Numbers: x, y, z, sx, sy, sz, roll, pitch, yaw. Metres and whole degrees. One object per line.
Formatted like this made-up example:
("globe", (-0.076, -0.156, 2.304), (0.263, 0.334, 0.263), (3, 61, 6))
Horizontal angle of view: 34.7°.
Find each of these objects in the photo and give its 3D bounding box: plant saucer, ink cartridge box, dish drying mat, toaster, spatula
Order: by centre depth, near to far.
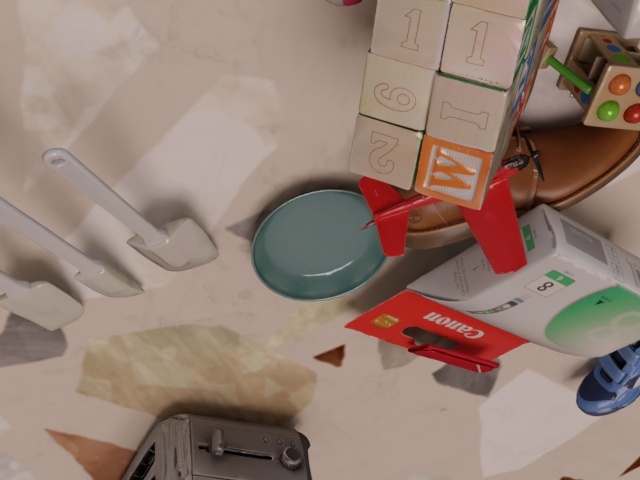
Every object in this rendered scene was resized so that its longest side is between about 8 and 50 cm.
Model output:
("spatula", (-0.188, 0.002, 0.752), (0.168, 0.019, 0.242), (-19, 154, 10))
("plant saucer", (0.000, 0.000, 0.848), (0.119, 0.021, 0.119), (-7, 131, -9))
("ink cartridge box", (0.161, 0.068, 0.873), (0.181, 0.056, 0.225), (23, 135, -37))
("dish drying mat", (0.122, 0.109, 0.938), (0.083, 0.008, 0.032), (17, 158, -28))
("toaster", (-0.112, 0.263, 0.975), (0.146, 0.129, 0.227), (19, 125, -22))

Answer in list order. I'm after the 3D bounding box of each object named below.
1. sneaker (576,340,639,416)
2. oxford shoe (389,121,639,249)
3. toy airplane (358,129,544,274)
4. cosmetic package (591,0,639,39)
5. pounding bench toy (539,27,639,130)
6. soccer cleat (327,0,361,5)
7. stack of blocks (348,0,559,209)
("sneaker", (0.304, 0.113, 0.999), (0.144, 0.053, 0.059), (-41, 128, 10))
("oxford shoe", (0.152, -0.062, 0.803), (0.212, 0.076, 0.076), (-20, 122, 4))
("toy airplane", (0.093, -0.039, 0.769), (0.151, 0.151, 0.028), (-31, 168, 13))
("cosmetic package", (0.293, -0.253, 0.633), (0.225, 0.138, 0.224), (-4, 130, -13))
("pounding bench toy", (0.206, -0.121, 0.768), (0.083, 0.065, 0.052), (3, 128, -16))
("soccer cleat", (-0.005, -0.292, 0.562), (0.143, 0.116, 0.331), (13, 133, 7))
("stack of blocks", (0.102, -0.190, 0.603), (0.087, 0.171, 0.297), (18, 129, 13))
